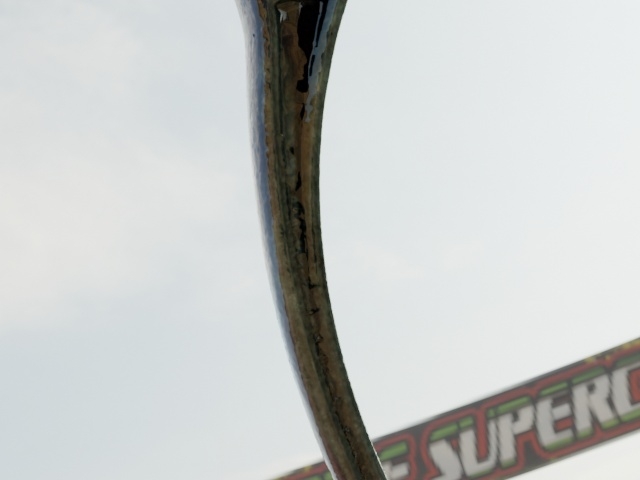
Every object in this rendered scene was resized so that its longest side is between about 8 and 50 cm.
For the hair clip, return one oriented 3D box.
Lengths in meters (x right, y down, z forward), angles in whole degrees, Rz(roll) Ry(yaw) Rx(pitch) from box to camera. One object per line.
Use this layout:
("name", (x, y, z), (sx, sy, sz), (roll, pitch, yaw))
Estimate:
("hair clip", (0.000, 0.000, 0.422), (0.083, 0.275, 0.048), (-7, 2, -14))
